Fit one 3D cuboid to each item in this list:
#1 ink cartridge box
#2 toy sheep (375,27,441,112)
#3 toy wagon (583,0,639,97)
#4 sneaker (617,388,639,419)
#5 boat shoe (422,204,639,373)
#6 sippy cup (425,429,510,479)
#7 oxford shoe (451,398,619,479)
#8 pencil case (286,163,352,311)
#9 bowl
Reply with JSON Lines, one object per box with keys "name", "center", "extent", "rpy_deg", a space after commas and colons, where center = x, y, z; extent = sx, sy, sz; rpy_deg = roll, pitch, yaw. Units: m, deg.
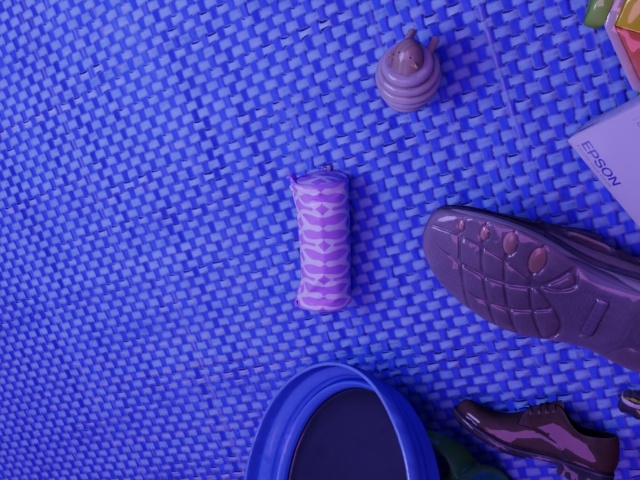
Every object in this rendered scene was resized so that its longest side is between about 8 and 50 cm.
{"name": "ink cartridge box", "center": [0.408, -0.067, 0.750], "extent": [0.223, 0.045, 0.224], "rpy_deg": [49, 159, -4]}
{"name": "toy sheep", "center": [0.111, -0.206, 0.889], "extent": [0.091, 0.132, 0.091], "rpy_deg": [-4, 66, 9]}
{"name": "toy wagon", "center": [0.422, -0.233, 0.739], "extent": [0.267, 0.068, 0.344], "rpy_deg": [19, 120, 9]}
{"name": "sneaker", "center": [0.433, 0.223, 0.933], "extent": [0.083, 0.031, 0.035], "rpy_deg": [23, 140, 10]}
{"name": "boat shoe", "center": [0.296, 0.049, 0.878], "extent": [0.355, 0.130, 0.132], "rpy_deg": [26, 119, 8]}
{"name": "sippy cup", "center": [0.158, 0.451, 1.029], "extent": [0.224, 0.306, 0.240], "rpy_deg": [-18, 136, 38]}
{"name": "oxford shoe", "center": [0.298, 0.257, 0.983], "extent": [0.227, 0.083, 0.096], "rpy_deg": [16, 94, 18]}
{"name": "pencil case", "center": [0.000, 0.000, 1.013], "extent": [0.088, 0.086, 0.206], "rpy_deg": [-1, 107, 8]}
{"name": "bowl", "center": [0.020, 0.373, 1.010], "extent": [0.391, 0.077, 0.391], "rpy_deg": [-26, 57, 48]}
